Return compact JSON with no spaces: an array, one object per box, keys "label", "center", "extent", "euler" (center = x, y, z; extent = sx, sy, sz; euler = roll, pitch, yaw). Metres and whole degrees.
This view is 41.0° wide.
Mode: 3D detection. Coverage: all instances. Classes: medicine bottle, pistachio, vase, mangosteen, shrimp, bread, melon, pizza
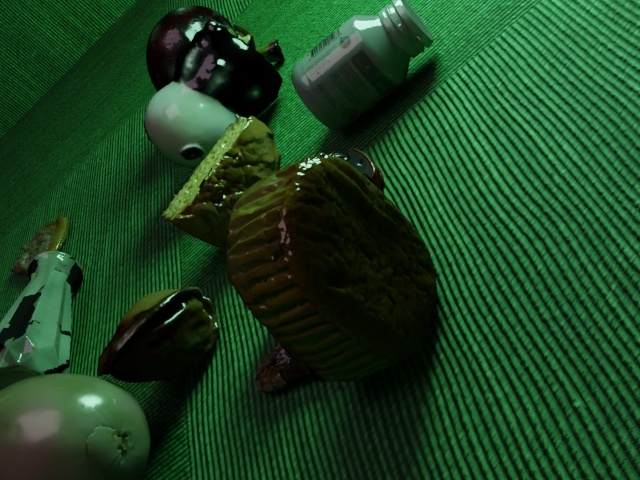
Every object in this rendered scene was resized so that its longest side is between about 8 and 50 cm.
[{"label":"medicine bottle","center":[0.070,-0.288,1.375],"extent":[0.215,0.135,0.135],"euler":[-36,33,21]},{"label":"pistachio","center":[-0.241,0.147,1.267],"extent":[0.210,0.130,0.165],"euler":[-27,-33,-43]},{"label":"vase","center":[-0.542,0.163,1.646],"extent":[0.165,0.165,0.360],"euler":[-38,28,18]},{"label":"mangosteen","center":[-0.223,-0.388,1.805],"extent":[0.289,0.231,0.231],"euler":[-7,46,21]},{"label":"shrimp","center":[-0.026,0.147,1.105],"extent":[0.161,0.034,0.091],"euler":[-23,39,40]},{"label":"bread","center":[-0.151,-0.088,1.431],"extent":[0.229,0.139,0.143],"euler":[-55,29,-13]},{"label":"melon","center":[-0.380,0.300,1.199],"extent":[0.317,0.223,0.223],"euler":[-17,42,33]},{"label":"pizza","center":[-0.701,0.017,2.123],"extent":[0.262,0.034,0.181],"euler":[-6,51,49]},{"label":"bread","center":[0.017,0.028,0.973],"extent":[0.142,0.253,0.227],"euler":[-20,33,37]}]

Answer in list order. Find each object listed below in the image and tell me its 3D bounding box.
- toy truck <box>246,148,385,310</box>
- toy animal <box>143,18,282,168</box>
[{"label":"toy truck","center":[0.000,0.000,1.161],"extent":[0.253,0.114,0.107],"euler":[-46,28,7]},{"label":"toy animal","center":[-0.208,-0.261,1.647],"extent":[0.267,0.212,0.212],"euler":[-60,30,2]}]
